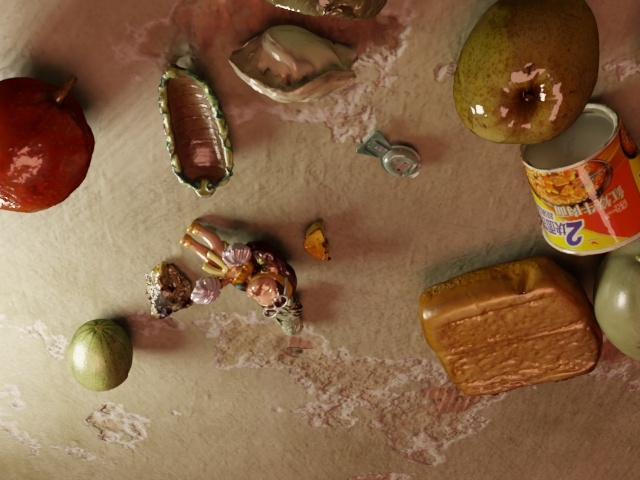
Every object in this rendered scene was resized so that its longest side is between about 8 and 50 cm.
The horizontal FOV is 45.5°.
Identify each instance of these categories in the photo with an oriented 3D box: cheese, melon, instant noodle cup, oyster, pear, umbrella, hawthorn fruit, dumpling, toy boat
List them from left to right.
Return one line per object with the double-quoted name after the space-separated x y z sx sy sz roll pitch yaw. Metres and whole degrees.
-0.452 -0.166 1.201 0.205 0.205 0.253 24 124 -22 "hawthorn fruit"
-0.478 0.254 1.665 0.139 0.139 0.192 5 131 -4 "melon"
-0.317 0.104 1.573 0.103 0.051 0.148 -12 124 2 "oyster"
-0.206 -0.195 1.236 0.108 0.099 0.293 -3 143 2 "toy boat"
-0.067 0.154 1.615 0.067 0.062 0.143 25 147 20 "umbrella"
-0.036 -0.259 1.144 0.199 0.136 0.118 -7 129 -7 "dumpling"
0.126 -0.145 1.329 0.120 0.026 0.067 28 129 -24 "cheese"
0.297 -0.243 1.096 0.188 0.211 0.228 21 131 -17 "pear"
0.433 -0.108 1.251 0.213 0.213 0.174 -23 123 22 "instant noodle cup"
0.648 0.111 1.429 0.308 0.272 0.272 26 130 -30 "melon"

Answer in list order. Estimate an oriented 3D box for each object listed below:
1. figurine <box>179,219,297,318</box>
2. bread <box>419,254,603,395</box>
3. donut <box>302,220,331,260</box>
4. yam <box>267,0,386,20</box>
-0.158 0.052 1.473 0.240 0.116 0.175 27 128 -17 "figurine"
0.383 0.161 1.561 0.337 0.148 0.328 -20 128 23 "bread"
0.000 0.000 1.473 0.067 0.038 0.083 -36 130 28 "donut"
0.049 -0.408 0.971 0.168 0.168 0.304 18 131 -17 "yam"
